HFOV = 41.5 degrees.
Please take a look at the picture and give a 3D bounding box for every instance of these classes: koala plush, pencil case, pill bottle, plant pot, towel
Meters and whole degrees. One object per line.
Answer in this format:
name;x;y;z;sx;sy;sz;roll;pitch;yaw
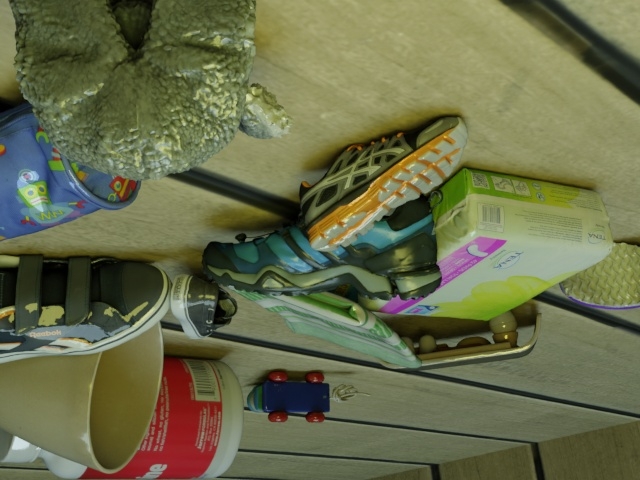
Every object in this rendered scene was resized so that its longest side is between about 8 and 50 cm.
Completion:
koala plush;-0.120;-0.123;0.656;0.196;0.203;0.221;-6;168;1
pencil case;-0.331;-0.057;0.818;0.306;0.119;0.133;-14;153;17
pill bottle;-0.366;0.319;1.542;0.408;0.229;0.229;10;152;-31
plant pot;-0.415;0.200;1.283;0.274;0.256;0.256;7;159;12
towel;0.006;0.121;1.282;0.248;0.038;0.325;16;166;23

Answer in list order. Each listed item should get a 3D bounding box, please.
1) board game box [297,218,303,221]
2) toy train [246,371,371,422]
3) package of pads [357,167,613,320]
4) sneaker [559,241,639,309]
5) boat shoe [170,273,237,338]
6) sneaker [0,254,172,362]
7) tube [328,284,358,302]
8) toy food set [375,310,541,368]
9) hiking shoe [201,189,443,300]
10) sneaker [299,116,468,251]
board game box;0.011;-0.008;1.131;0.090;0.020;0.090;-1;156;-10
toy train;-0.030;0.349;1.861;0.248;0.105;0.143;6;164;-25
package of pads;0.213;0.020;1.140;0.229;0.101;0.296;6;155;-24
sneaker;0.516;0.065;1.310;0.293;0.102;0.146;-8;157;6
boat shoe;-0.159;0.097;1.234;0.076;0.080;0.228;5;161;4
sneaker;-0.366;0.085;1.132;0.321;0.126;0.127;-15;144;3
tube;0.072;0.075;1.313;0.207;0.052;0.080;7;143;-14
toy food set;0.255;0.182;1.567;0.306;0.092;0.220;-9;168;11
hiking shoe;0.000;0.000;1.046;0.304;0.132;0.113;1;-175;13
sneaker;0.062;-0.076;0.922;0.215;0.083;0.084;-33;154;15
